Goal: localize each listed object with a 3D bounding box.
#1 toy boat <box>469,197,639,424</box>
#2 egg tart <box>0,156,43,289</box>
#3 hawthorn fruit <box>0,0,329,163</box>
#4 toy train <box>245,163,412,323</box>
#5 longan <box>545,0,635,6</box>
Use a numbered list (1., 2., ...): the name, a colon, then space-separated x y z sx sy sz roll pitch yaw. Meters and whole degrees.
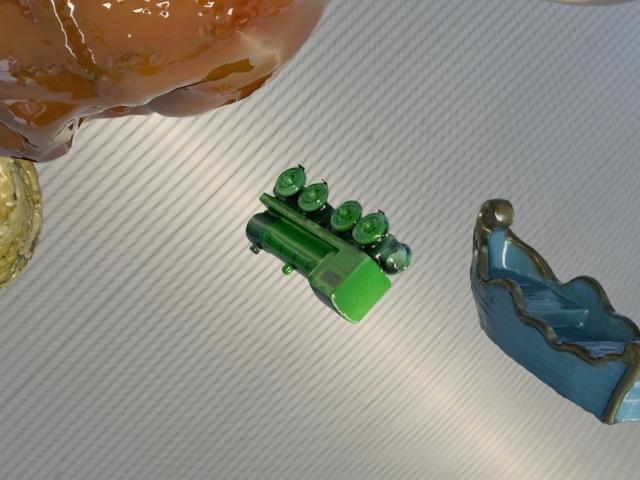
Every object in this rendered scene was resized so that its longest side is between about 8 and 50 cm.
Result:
1. toy boat: 0.145 0.035 0.554 0.075 0.185 0.077 4 108 -25
2. egg tart: -0.524 -0.063 1.315 0.315 0.120 0.314 11 72 -36
3. hawthorn fruit: -0.181 -0.274 0.572 0.472 0.472 0.471 -12 118 -23
4. toy train: 0.000 0.000 1.079 0.119 0.251 0.085 -48 128 -9
5. longan: 0.140 -0.208 0.396 0.220 0.196 0.196 -14 131 29
